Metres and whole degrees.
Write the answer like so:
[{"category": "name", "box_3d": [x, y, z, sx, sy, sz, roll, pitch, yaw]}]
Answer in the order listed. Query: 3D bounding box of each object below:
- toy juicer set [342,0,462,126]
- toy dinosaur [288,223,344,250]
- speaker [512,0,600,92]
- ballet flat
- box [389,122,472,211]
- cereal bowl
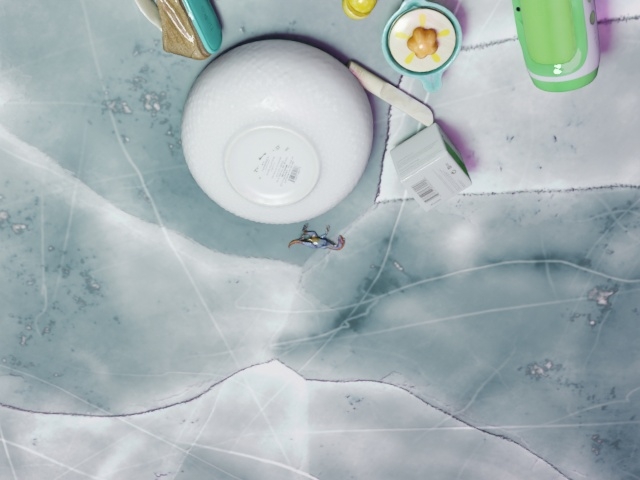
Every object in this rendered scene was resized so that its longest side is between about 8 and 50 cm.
[{"category": "toy juicer set", "box_3d": [0.132, -0.341, 1.968, 0.209, 0.089, 0.329, 10, 121, -8]}, {"category": "toy dinosaur", "box_3d": [0.000, 0.000, 2.211, 0.082, 0.047, 0.090, 27, 150, -26]}, {"category": "speaker", "box_3d": [0.378, -0.396, 1.920, 0.131, 0.131, 0.297, -12, 121, 6]}, {"category": "ballet flat", "box_3d": [-0.261, -0.444, 1.901, 0.124, 0.116, 0.342, -1, 127, 22]}, {"category": "box", "box_3d": [0.194, -0.128, 2.086, 0.102, 0.087, 0.101, -32, 133, 16]}, {"category": "cereal bowl", "box_3d": [-0.078, -0.163, 2.024, 0.338, 0.141, 0.339, 2, 124, 3]}]
